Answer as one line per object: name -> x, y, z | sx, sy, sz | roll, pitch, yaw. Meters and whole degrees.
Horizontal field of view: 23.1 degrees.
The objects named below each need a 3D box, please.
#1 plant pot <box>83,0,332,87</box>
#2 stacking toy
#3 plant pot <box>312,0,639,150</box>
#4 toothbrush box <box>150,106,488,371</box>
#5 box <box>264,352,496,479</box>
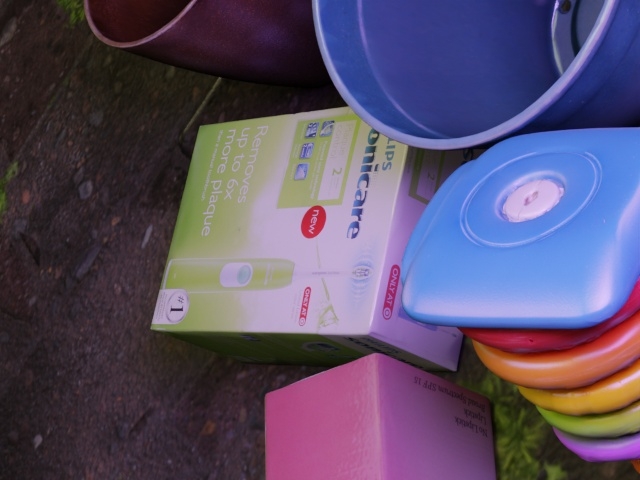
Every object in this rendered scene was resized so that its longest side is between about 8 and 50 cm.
plant pot -> -0.070, -0.239, 1.501 | 0.215, 0.230, 0.215 | -22, 57, 38
stacking toy -> 0.194, 0.081, 1.036 | 0.165, 0.302, 0.175 | -1, 43, 40
plant pot -> 0.177, -0.185, 1.175 | 0.271, 0.255, 0.272 | -6, 80, 41
toothbrush box -> 0.000, 0.000, 1.396 | 0.283, 0.122, 0.206 | -1, 71, 45
box -> 0.050, 0.226, 1.211 | 0.127, 0.148, 0.232 | -24, 56, 36
